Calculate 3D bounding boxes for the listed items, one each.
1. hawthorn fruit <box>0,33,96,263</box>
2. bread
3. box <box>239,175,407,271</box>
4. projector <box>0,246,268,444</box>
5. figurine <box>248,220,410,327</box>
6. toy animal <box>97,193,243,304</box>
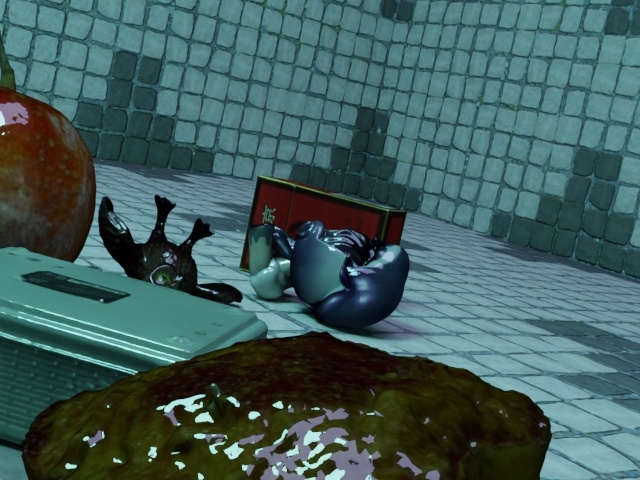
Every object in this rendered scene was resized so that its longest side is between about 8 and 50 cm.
[{"bbox_3d":[-0.351,-0.056,0.987,0.235,0.263,0.231,38,15,-32],"label":"hawthorn fruit"},{"bbox_3d":[-0.010,0.116,0.413,0.232,0.135,0.247,-6,5,8],"label":"bread"},{"bbox_3d":[0.000,0.000,1.357,0.239,0.153,0.074,17,12,32],"label":"box"},{"bbox_3d":[-0.182,0.080,0.681,0.256,0.099,0.192,14,6,10],"label":"projector"},{"bbox_3d":[0.007,0.044,1.186,0.222,0.146,0.145,5,3,28],"label":"figurine"},{"bbox_3d":[-0.191,0.042,1.083,0.218,0.116,0.180,38,30,-17],"label":"toy animal"}]
